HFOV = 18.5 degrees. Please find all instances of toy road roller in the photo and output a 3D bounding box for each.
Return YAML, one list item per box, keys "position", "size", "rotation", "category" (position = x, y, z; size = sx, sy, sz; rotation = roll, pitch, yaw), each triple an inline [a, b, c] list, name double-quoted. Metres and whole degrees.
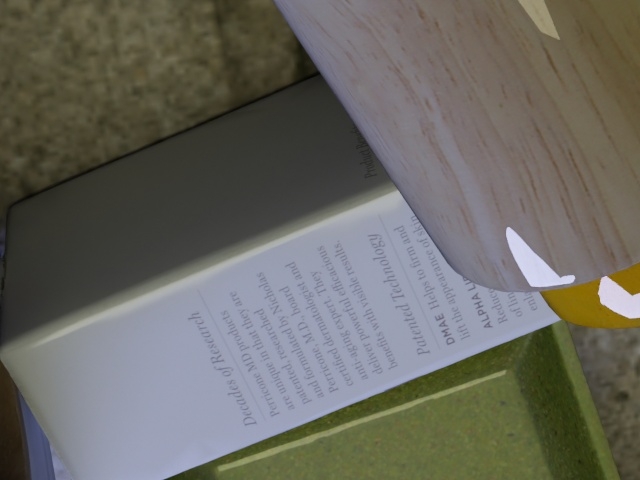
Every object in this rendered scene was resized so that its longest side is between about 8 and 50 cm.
- position: [0.150, -0.147, 0.553]
  size: [0.240, 0.329, 0.202]
  rotation: [-5, 130, 45]
  category: "toy road roller"

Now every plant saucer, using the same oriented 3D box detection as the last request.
- position: [0.038, 0.138, 0.820]
  size: [0.188, 0.045, 0.188]
  rotation: [-19, 83, 3]
  category: "plant saucer"

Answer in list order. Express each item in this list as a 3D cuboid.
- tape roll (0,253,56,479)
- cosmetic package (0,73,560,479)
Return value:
- position: [-0.199, 0.064, 0.675]
  size: [0.169, 0.246, 0.246]
  rotation: [-14, 120, 1]
  category: "tape roll"
- position: [0.000, 0.000, 0.738]
  size: [0.231, 0.117, 0.085]
  rotation: [-23, 118, 7]
  category: "cosmetic package"
